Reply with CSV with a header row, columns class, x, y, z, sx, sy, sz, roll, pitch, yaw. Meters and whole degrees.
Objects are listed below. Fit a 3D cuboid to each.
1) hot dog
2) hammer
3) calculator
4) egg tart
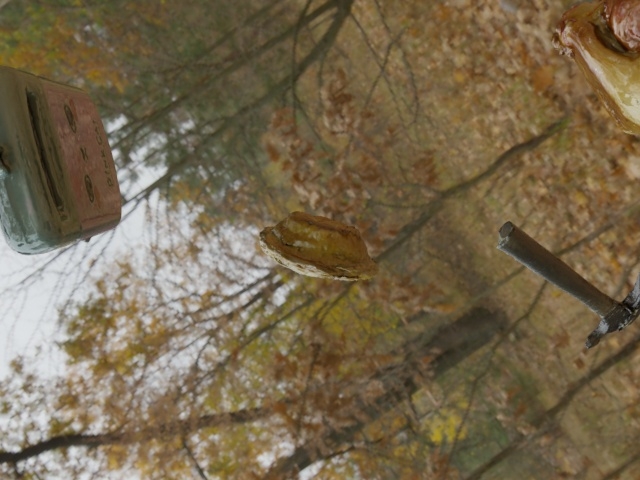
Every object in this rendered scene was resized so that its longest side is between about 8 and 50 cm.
class,x,y,z,sx,sy,sz,roll,pitch,yaw
hot dog,0.328,-0.197,0.772,0.153,0.150,0.256,61,-161,4
hammer,0.303,0.049,0.929,0.297,0.125,0.027,28,-159,-36
calculator,-0.219,-0.064,0.625,0.246,0.045,0.141,-90,-13,-85
egg tart,0.000,0.000,0.771,0.128,0.050,0.129,15,-166,-4
